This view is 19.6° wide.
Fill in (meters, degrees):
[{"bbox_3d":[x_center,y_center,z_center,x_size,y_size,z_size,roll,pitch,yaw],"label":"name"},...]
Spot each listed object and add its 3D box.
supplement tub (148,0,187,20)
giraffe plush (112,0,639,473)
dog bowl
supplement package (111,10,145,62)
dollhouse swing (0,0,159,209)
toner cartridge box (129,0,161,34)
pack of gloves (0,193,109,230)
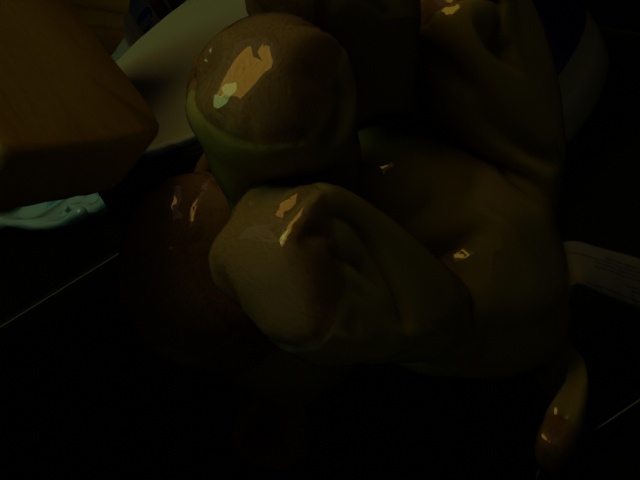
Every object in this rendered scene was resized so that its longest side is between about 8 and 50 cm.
[{"bbox_3d":[-0.042,-0.213,1.387,0.106,0.106,0.198,-42,22,-33],"label":"supplement tub"},{"bbox_3d":[0.000,0.000,0.679,0.170,0.210,0.181,-18,46,43],"label":"giraffe plush"},{"bbox_3d":[0.008,-0.079,0.948,0.265,0.104,0.265,-27,22,12],"label":"dog bowl"},{"bbox_3d":[-0.286,-0.118,1.325,0.293,0.175,0.177,-33,12,2],"label":"supplement package"},{"bbox_3d":[-0.184,0.034,0.801,0.347,0.305,0.315,-51,56,17],"label":"dollhouse swing"},{"bbox_3d":[-0.312,-0.114,1.564,0.347,0.075,0.165,-21,21,23],"label":"toner cartridge box"},{"bbox_3d":[-0.150,-0.076,1.284,0.195,0.046,0.232,-41,22,-29],"label":"pack of gloves"}]
